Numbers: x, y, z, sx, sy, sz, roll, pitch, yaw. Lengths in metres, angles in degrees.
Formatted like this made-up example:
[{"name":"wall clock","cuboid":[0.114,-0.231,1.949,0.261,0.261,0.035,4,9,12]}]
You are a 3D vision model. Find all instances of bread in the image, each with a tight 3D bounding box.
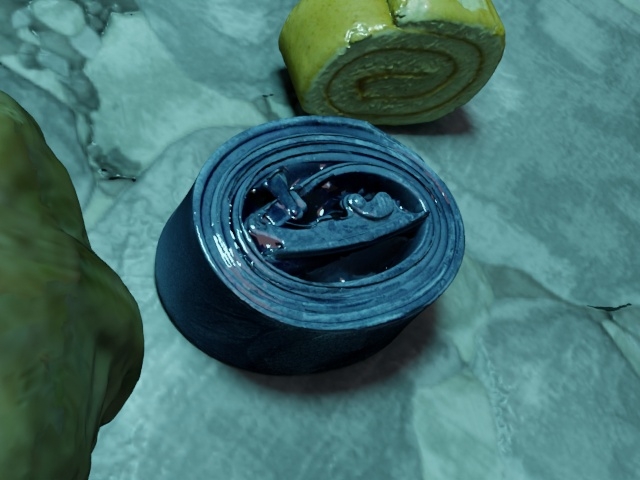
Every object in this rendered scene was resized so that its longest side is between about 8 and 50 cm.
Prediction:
[{"name":"bread","cuboid":[0.050,-0.140,0.881,0.149,0.122,0.073,0,53,-32]}]

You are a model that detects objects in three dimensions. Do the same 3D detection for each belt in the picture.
[{"name":"belt","cuboid":[0.000,0.000,0.771,0.190,0.082,0.141,-11,68,-34]}]

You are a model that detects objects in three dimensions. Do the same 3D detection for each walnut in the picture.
[{"name":"walnut","cuboid":[-0.193,0.046,0.525,0.248,0.248,0.248,16,50,-20]}]
